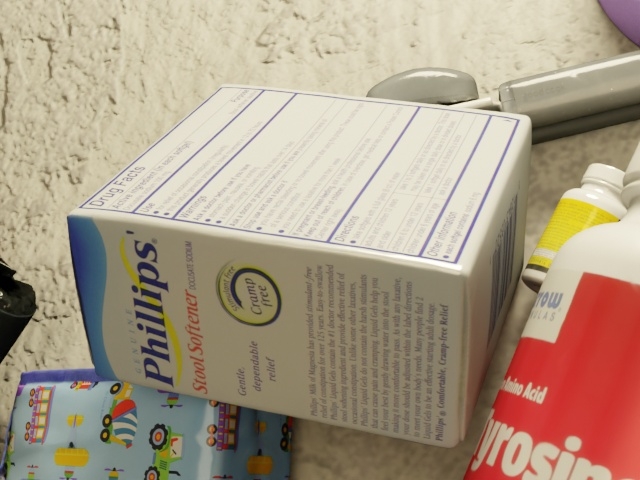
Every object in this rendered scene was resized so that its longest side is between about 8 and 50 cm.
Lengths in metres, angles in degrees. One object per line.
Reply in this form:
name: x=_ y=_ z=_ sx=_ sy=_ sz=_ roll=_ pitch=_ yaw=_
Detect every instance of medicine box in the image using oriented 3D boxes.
medicine box: x=0.000 y=0.000 z=0.768 sx=0.289 sy=0.263 sz=0.149 roll=8 pitch=121 yaw=18

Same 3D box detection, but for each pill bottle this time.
pill bottle: x=0.239 y=0.134 z=0.686 sx=0.229 sy=0.229 sz=0.407 roll=21 pitch=84 yaw=19
pill bottle: x=0.223 y=-0.004 z=0.826 sx=0.065 sy=0.065 sz=0.116 roll=25 pitch=83 yaw=20

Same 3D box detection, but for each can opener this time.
can opener: x=0.180 y=-0.137 z=0.871 sx=0.283 sy=0.076 sz=0.095 roll=-13 pitch=72 yaw=10

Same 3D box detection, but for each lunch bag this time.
lunch bag: x=-0.184 y=0.223 z=0.848 sx=0.293 sy=0.138 sz=0.221 roll=-3 pitch=76 yaw=25

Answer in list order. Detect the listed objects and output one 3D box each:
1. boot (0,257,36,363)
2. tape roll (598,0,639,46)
boot: x=-0.327 y=0.134 z=0.875 sx=0.207 sy=0.094 sz=0.246 roll=-52 pitch=52 yaw=13
tape roll: x=0.374 y=-0.286 z=0.855 sx=0.275 sy=0.090 sz=0.274 roll=-4 pitch=73 yaw=13
